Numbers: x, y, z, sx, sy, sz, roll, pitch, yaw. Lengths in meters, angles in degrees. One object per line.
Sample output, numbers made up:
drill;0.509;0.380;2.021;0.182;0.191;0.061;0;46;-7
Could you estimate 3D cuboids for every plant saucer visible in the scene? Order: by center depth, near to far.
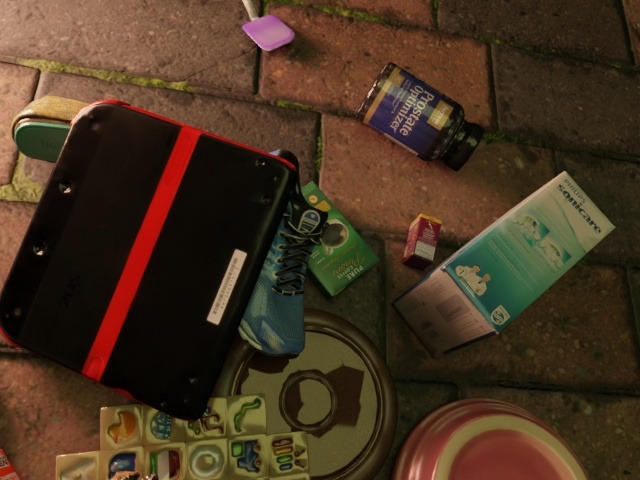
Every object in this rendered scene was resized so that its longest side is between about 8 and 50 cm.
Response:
plant saucer;0.272;0.392;0.849;0.333;0.084;0.332;6;59;-10
plant saucer;-0.022;0.249;0.881;0.311;0.050;0.310;4;69;-12

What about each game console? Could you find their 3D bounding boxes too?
game console;-0.251;0.015;0.814;0.342;0.060;0.386;21;87;7

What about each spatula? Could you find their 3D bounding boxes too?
spatula;-0.157;-0.489;1.144;0.084;0.030;0.296;-31;79;-23

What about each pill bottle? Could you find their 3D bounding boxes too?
pill bottle;0.188;-0.225;1.076;0.219;0.123;0.122;31;65;-1

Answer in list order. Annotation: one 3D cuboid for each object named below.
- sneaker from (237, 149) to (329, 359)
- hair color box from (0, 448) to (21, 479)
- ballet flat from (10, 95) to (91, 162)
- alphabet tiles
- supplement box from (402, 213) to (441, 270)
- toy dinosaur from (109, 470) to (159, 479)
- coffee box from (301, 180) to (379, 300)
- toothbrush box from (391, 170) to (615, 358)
sneaker;-0.065;0.008;0.849;0.130;0.147;0.329;14;60;-50
hair color box;-0.412;0.364;0.727;0.093;0.053;0.167;-35;82;-10
ballet flat;-0.309;-0.164;0.943;0.349;0.123;0.123;10;67;-12
alphabet tiles;-0.182;0.364;0.784;0.343;0.011;0.284;-3;77;-8
supplement box;0.180;0.003;1.022;0.043;0.055;0.083;19;67;-6
toy dinosaur;-0.211;0.457;0.701;0.219;0.164;0.321;-2;95;7
coffee box;0.000;0.000;0.986;0.113;0.040;0.184;-38;81;-23
toothbrush box;0.292;0.044;0.946;0.296;0.216;0.126;-35;81;-24
